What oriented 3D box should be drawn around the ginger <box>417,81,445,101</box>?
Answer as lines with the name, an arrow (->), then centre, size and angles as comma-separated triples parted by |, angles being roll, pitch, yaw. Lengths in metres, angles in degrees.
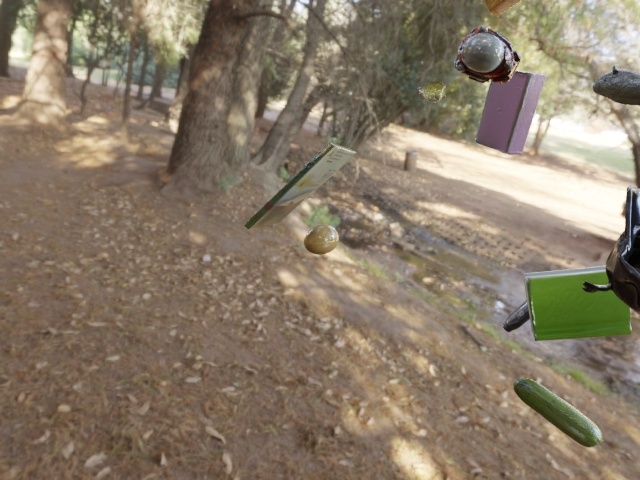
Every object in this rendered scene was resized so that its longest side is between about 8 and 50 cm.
ginger -> 0.254, -0.335, 1.101 | 0.058, 0.044, 0.137 | -21, 13, 10

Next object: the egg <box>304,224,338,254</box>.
egg -> 0.000, 0.000, 1.289 | 0.097, 0.080, 0.080 | -28, 33, -26

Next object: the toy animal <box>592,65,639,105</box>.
toy animal -> 0.757, -0.343, 1.103 | 0.253, 0.079, 0.070 | 19, -5, 33

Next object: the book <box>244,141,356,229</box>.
book -> -0.048, -0.131, 1.192 | 0.026, 0.289, 0.201 | 51, 18, 7

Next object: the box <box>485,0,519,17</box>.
box -> 0.541, -0.750, 1.270 | 0.274, 0.174, 0.076 | -28, -7, 34

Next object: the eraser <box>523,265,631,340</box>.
eraser -> 0.763, 0.190, 1.455 | 0.275, 0.209, 0.092 | -9, 7, 10

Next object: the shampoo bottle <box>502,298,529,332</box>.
shampoo bottle -> 0.858, 0.296, 2.029 | 0.049, 0.233, 0.087 | 32, 28, -9

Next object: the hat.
hat -> 0.740, 0.052, 1.099 | 0.238, 0.208, 0.335 | 11, 56, 2

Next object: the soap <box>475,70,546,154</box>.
soap -> 0.623, -0.428, 1.609 | 0.081, 0.259, 0.181 | -1, 23, -20

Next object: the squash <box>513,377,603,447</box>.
squash -> 0.615, 0.444, 1.265 | 0.239, 0.069, 0.069 | 36, 25, 26

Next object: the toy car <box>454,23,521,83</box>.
toy car -> 0.367, -0.409, 1.072 | 0.139, 0.112, 0.112 | 32, 21, 14
